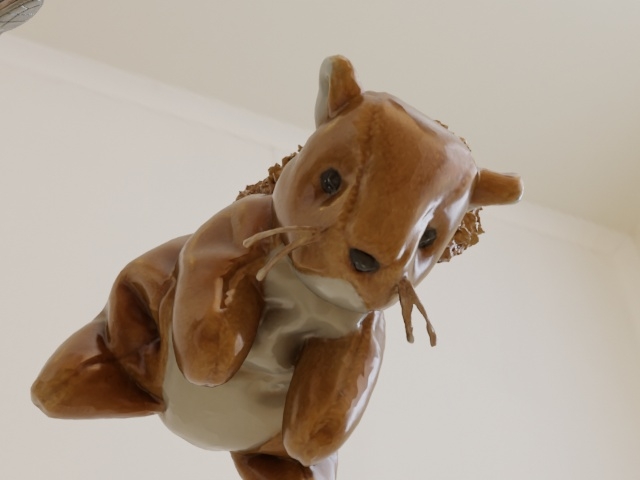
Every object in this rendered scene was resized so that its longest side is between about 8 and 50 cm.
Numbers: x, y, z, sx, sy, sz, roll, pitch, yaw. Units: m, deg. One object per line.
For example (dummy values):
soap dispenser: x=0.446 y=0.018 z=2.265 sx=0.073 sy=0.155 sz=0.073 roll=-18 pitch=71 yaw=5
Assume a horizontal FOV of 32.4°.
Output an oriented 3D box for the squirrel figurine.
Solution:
squirrel figurine: x=0.000 y=0.000 z=0.958 sx=0.281 sy=0.370 sz=0.397 roll=33 pitch=-143 yaw=-2

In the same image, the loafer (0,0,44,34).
loafer: x=-0.323 y=-0.223 z=1.089 sx=0.045 sy=0.125 sz=0.039 roll=-15 pitch=-100 yaw=-55
